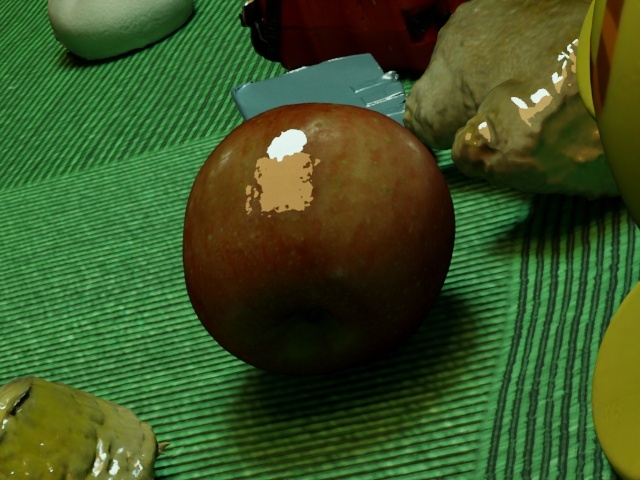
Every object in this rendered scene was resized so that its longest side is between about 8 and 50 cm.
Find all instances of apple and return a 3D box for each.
[{"bbox_3d":[0.000,0.000,1.203,0.181,0.181,0.168,-15,46,14],"label":"apple"}]

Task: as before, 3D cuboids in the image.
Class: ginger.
[{"bbox_3d":[0.163,-0.107,1.351,0.276,0.130,0.221,-1,36,47],"label":"ginger"}]

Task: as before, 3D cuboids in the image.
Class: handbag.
[{"bbox_3d":[0.009,-0.099,1.562,0.144,0.057,0.221,-18,22,-4],"label":"handbag"}]

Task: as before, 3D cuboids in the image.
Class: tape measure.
[{"bbox_3d":[0.091,-0.251,1.746,0.260,0.114,0.253,-37,28,-32],"label":"tape measure"}]

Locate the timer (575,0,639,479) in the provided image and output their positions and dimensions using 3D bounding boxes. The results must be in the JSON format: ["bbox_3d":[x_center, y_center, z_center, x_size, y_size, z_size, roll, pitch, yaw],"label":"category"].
[{"bbox_3d":[0.282,-0.077,0.957,0.387,0.376,0.376,-35,9,42],"label":"timer"}]

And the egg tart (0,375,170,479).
[{"bbox_3d":[-0.220,0.161,1.140,0.252,0.098,0.232,-31,21,-13],"label":"egg tart"}]

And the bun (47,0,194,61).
[{"bbox_3d":[-0.234,-0.288,2.105,0.173,0.120,0.173,-16,25,8],"label":"bun"}]
